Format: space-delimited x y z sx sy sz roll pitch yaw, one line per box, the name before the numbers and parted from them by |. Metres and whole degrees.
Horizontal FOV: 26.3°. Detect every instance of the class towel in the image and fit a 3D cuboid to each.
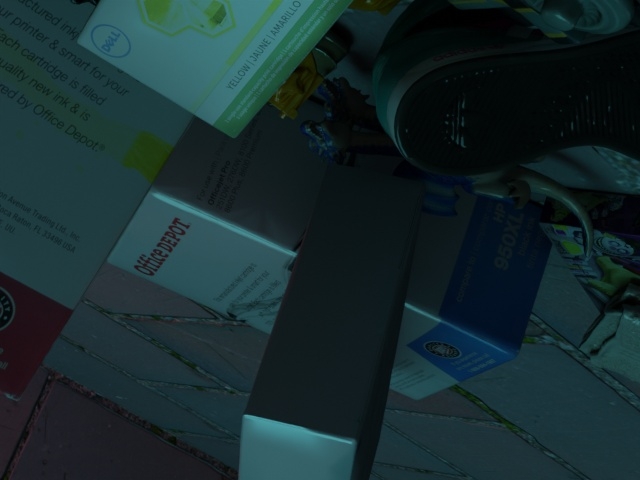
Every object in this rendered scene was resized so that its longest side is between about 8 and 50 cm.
towel | 0.410 0.132 1.388 0.282 0.049 0.187 19 161 6

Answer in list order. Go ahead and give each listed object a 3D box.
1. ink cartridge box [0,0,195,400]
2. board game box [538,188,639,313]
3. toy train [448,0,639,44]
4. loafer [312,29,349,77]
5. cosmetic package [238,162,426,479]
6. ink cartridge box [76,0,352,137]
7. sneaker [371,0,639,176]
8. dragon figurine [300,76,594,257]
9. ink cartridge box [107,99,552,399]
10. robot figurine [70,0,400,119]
ink cartridge box | -0.257 -0.121 1.021 0.279 0.384 0.160 34 177 -32
board game box | 0.371 0.058 1.374 0.208 0.056 0.347 4 154 32
toy train | 0.072 -0.231 0.800 0.334 0.142 0.190 31 171 -30
loafer | -0.027 -0.153 1.220 0.056 0.050 0.148 30 159 -24
cosmetic package | 0.002 0.166 1.204 0.097 0.284 0.377 11 135 4
ink cartridge box | -0.105 -0.180 0.814 0.235 0.056 0.171 30 139 -15
sneaker | 0.166 -0.122 1.002 0.296 0.123 0.178 -4 -153 -17
dragon figurine | 0.119 -0.071 1.223 0.289 0.085 0.144 25 163 -34
ink cartridge box | 0.000 0.000 1.425 0.395 0.166 0.285 24 160 -10
robot figurine | -0.079 -0.220 0.929 0.291 0.211 0.085 38 -166 -31
